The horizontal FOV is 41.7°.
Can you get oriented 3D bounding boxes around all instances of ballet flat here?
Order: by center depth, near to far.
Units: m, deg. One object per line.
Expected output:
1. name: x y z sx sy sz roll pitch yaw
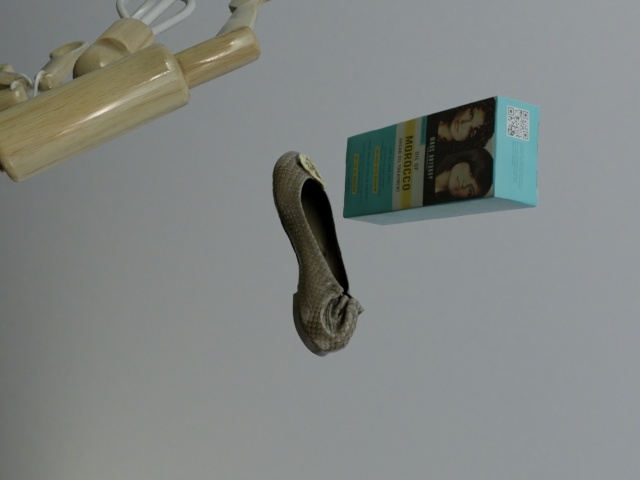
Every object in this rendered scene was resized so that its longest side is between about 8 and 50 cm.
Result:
1. ballet flat: 0.000 0.000 0.838 0.058 0.084 0.250 -33 -136 26

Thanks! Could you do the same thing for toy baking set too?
1. toy baking set: -0.116 -0.094 0.430 0.197 0.256 0.030 48 -19 57

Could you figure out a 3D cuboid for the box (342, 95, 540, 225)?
1. box: 0.119 -0.076 0.889 0.244 0.060 0.100 -7 -102 56
